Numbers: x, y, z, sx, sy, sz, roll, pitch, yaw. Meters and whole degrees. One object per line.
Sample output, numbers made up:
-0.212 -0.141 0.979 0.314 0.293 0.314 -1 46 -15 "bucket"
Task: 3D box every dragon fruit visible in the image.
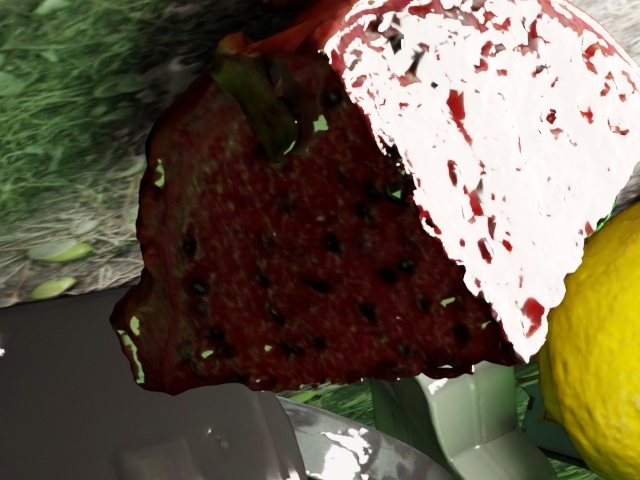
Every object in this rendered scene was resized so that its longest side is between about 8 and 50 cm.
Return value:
0.000 0.000 1.101 0.330 0.240 0.302 -35 138 28 "dragon fruit"

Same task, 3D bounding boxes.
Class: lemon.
0.330 0.088 1.632 0.297 0.297 0.297 -16 163 -5 "lemon"

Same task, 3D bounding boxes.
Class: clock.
-0.032 0.215 1.785 0.318 0.066 0.319 14 159 6 "clock"

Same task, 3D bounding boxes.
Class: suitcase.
-0.168 0.211 1.420 0.339 0.345 0.188 -10 157 -21 "suitcase"

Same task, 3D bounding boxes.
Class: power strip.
0.149 0.181 1.877 0.141 0.229 0.261 -24 131 -18 "power strip"

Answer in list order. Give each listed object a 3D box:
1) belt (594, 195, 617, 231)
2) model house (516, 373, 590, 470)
0.141 -0.053 1.356 0.121 0.079 0.151 -12 154 17 "belt"
0.348 0.150 2.040 0.271 0.206 0.178 14 176 25 "model house"
